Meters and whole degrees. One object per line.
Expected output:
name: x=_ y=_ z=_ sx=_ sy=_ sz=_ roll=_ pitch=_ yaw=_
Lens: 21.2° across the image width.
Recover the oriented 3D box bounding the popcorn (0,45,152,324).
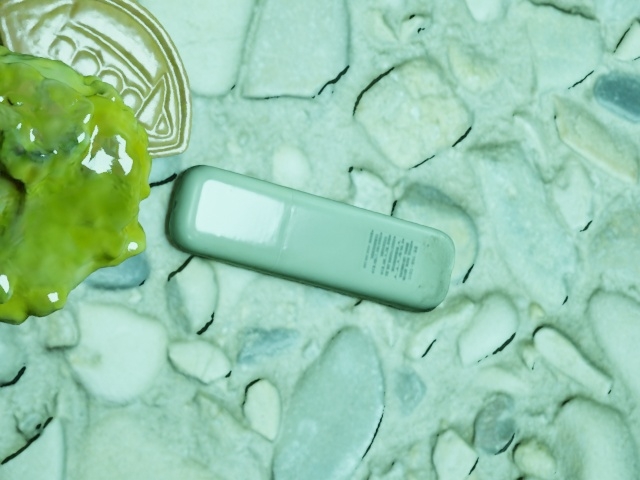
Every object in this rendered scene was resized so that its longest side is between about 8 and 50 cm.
popcorn: x=-0.273 y=-0.052 z=1.429 sx=0.266 sy=0.192 sz=0.233 roll=-11 pitch=112 yaw=-5

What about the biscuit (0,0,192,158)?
biscuit: x=-0.200 y=-0.155 z=1.541 sx=0.221 sy=0.029 sz=0.142 roll=41 pitch=71 yaw=-22

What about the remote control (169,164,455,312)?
remote control: x=0.000 y=0.001 z=1.646 sx=0.309 sy=0.038 sz=0.090 roll=14 pitch=85 yaw=-28
